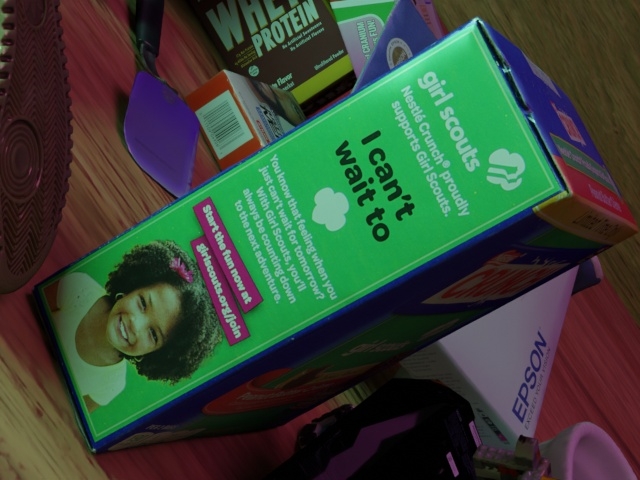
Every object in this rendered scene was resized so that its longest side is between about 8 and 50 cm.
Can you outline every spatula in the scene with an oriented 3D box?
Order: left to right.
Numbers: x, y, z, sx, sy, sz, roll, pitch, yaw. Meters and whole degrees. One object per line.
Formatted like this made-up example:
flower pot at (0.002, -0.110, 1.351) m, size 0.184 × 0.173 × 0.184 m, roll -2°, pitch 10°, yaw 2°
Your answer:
spatula at (-0.147, -0.160, 1.062) m, size 0.084 × 0.030 × 0.296 m, roll 40°, pitch 25°, yaw -40°

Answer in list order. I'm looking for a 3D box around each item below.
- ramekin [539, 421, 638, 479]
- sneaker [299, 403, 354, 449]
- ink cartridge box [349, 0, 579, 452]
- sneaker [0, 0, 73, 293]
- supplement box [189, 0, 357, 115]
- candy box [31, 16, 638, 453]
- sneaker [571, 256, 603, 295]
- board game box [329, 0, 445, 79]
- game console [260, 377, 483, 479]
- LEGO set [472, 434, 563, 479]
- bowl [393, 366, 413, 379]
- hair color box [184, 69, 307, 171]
ramekin at (0.205, 0.305, 1.014) m, size 0.277 × 0.135 × 0.277 m, roll 44°, pitch 34°, yaw -42°
sneaker at (0.021, 0.188, 0.898) m, size 0.073 × 0.063 × 0.162 m, roll 57°, pitch 18°, yaw -16°
ink cartridge box at (0.138, -0.022, 1.137) m, size 0.330 × 0.071 × 0.324 m, roll 50°, pitch 48°, yaw -33°
sneaker at (-0.232, -0.111, 0.678) m, size 0.099 × 0.153 × 0.282 m, roll -22°, pitch 112°, yaw -75°
supplement box at (-0.033, -0.247, 1.351) m, size 0.191 × 0.129 × 0.194 m, roll 59°, pitch 18°, yaw 0°
candy box at (0.026, 0.012, 0.773) m, size 0.122 × 0.317 × 0.268 m, roll 63°, pitch 18°, yaw 15°
sneaker at (0.207, 0.054, 1.527) m, size 0.127 × 0.182 × 0.315 m, roll 59°, pitch -12°, yaw -5°
board game box at (0.061, -0.283, 1.288) m, size 0.242 × 0.064 × 0.317 m, roll -35°, pitch 106°, yaw -72°
game console at (0.078, 0.286, 0.820) m, size 0.213 × 0.044 × 0.361 m, roll -30°, pitch 102°, yaw -44°
LEGO set at (0.142, 0.261, 0.670) m, size 0.331 × 0.254 × 0.192 m, roll -43°, pitch 133°, yaw -36°
bowl at (0.121, 0.193, 1.171) m, size 0.142 × 0.053 × 0.142 m, roll 36°, pitch 28°, yaw -50°
hair color box at (-0.058, -0.106, 1.179) m, size 0.093 × 0.053 × 0.167 m, roll 62°, pitch 17°, yaw 10°
